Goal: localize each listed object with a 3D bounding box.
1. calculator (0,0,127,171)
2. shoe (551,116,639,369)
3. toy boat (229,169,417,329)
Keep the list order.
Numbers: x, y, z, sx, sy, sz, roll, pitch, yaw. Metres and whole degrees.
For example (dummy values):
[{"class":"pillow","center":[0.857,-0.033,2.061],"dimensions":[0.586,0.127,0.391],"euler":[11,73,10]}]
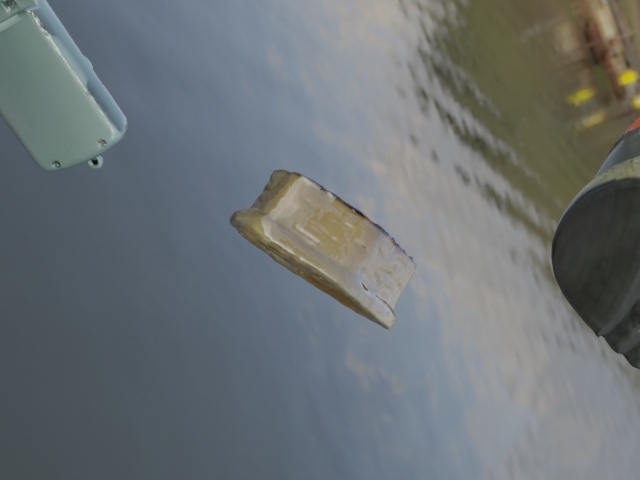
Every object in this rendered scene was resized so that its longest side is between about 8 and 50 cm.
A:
[{"class":"calculator","center":[-0.334,-0.185,1.465],"dimensions":[0.246,0.141,0.045],"euler":[57,29,-21]},{"class":"shoe","center":[0.285,0.038,0.703],"dimensions":[0.336,0.132,0.171],"euler":[35,39,-8]},{"class":"toy boat","center":[0.000,0.000,0.961],"dimensions":[0.116,0.061,0.188],"euler":[30,-5,29]}]
